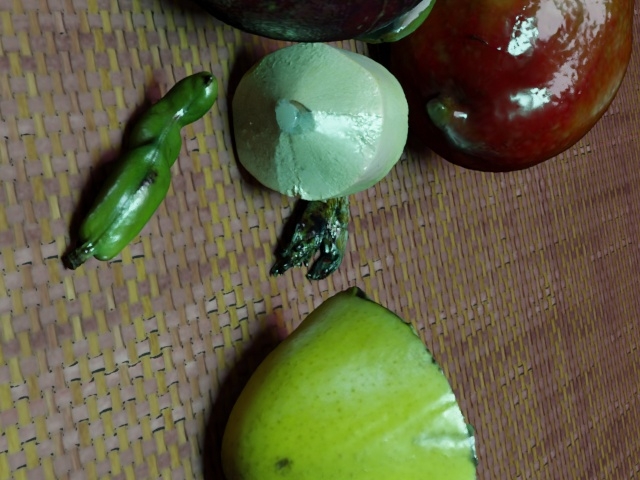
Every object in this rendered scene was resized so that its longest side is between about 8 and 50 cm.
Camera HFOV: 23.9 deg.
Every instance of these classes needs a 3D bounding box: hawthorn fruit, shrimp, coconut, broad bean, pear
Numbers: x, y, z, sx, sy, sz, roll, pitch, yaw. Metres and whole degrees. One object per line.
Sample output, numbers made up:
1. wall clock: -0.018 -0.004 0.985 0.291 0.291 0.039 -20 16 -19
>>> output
1. hawthorn fruit: 0.207 -0.214 1.657 0.295 0.295 0.311 40 50 -51
2. shrimp: 0.000 0.000 1.462 0.161 0.034 0.091 -57 132 -51
3. coconut: 0.000 -0.109 1.378 0.152 0.147 0.147 -11 93 -68
4. broad bean: -0.140 -0.054 1.198 0.048 0.070 0.214 38 55 -17
5. pear: 0.002 0.181 1.288 0.178 0.267 0.267 -12 93 -34

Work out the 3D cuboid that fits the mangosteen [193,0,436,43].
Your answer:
1. mangosteen: -0.015 -0.295 1.286 0.300 0.300 0.300 23 63 -57
